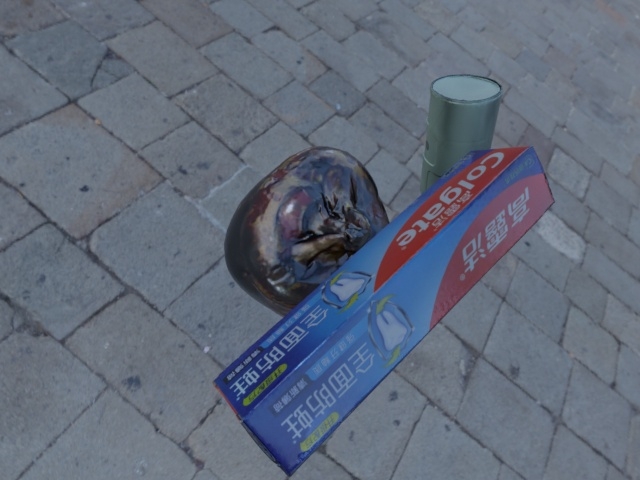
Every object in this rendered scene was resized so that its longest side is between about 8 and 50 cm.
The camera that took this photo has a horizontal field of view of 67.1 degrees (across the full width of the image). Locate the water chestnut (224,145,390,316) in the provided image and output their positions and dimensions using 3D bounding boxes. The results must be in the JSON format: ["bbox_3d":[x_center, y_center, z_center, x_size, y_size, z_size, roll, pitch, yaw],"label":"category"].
[{"bbox_3d":[0.000,0.000,0.756,0.244,0.289,0.289,8,42,30],"label":"water chestnut"}]

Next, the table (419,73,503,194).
[{"bbox_3d":[0.260,-0.186,0.914,0.126,0.220,0.127,-2,40,2],"label":"table"}]

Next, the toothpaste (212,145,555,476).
[{"bbox_3d":[0.062,0.037,0.397,0.320,0.076,0.066,-41,113,-18],"label":"toothpaste"}]
